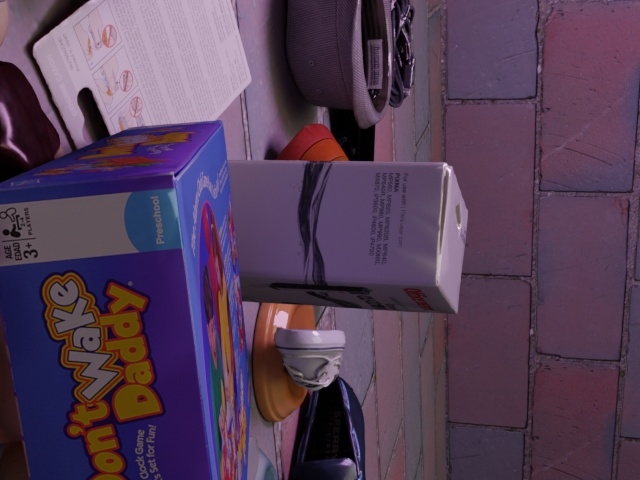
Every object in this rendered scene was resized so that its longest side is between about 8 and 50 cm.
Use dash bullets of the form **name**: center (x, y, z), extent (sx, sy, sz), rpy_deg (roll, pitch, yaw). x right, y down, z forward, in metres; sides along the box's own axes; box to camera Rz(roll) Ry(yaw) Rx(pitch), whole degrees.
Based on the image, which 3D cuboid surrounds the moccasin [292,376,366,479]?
- **moccasin**: center (-0.001, 0.348, 1.200), extent (0.117, 0.137, 0.342), rpy_deg (70, 12, -45)

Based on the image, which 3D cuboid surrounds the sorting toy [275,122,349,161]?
- **sorting toy**: center (0.041, -0.006, 1.185), extent (0.127, 0.126, 0.366), rpy_deg (-46, 148, -19)

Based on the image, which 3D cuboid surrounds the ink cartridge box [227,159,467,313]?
- **ink cartridge box**: center (0.000, 0.000, 0.820), extent (0.197, 0.272, 0.114), rpy_deg (40, 53, -71)

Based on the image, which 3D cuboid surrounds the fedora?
- **fedora**: center (0.024, -0.290, 1.169), extent (0.275, 0.124, 0.244), rpy_deg (73, 24, -52)

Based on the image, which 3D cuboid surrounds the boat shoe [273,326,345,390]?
- **boat shoe**: center (-0.004, 0.152, 1.048), extent (0.226, 0.083, 0.076), rpy_deg (35, 57, -73)

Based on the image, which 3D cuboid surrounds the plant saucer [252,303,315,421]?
- **plant saucer**: center (-0.044, 0.149, 1.135), extent (0.200, 0.037, 0.200), rpy_deg (1, 90, -75)

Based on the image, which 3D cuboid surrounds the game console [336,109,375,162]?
- **game console**: center (0.036, -0.110, 1.371), extent (0.361, 0.043, 0.213), rpy_deg (-56, 150, -59)

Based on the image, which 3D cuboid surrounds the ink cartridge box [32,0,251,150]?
- **ink cartridge box**: center (-0.153, -0.152, 0.703), extent (0.225, 0.056, 0.181), rpy_deg (-53, 147, -34)

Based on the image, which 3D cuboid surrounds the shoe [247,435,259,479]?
- **shoe**: center (-0.119, 0.240, 0.770), extent (0.178, 0.081, 0.064), rpy_deg (-61, 149, -66)

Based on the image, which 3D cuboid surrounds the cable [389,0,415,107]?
- **cable**: center (0.121, -0.311, 1.355), extent (0.150, 0.047, 0.185), rpy_deg (-21, 118, -68)

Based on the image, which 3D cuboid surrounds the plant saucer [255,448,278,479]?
- **plant saucer**: center (-0.069, 0.376, 0.916), extent (0.317, 0.043, 0.318), rpy_deg (-4, 90, -87)

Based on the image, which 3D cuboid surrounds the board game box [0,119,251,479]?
- **board game box**: center (-0.095, 0.055, 0.510), extent (0.347, 0.078, 0.234), rpy_deg (-108, -167, -78)

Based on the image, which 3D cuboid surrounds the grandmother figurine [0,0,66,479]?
- **grandmother figurine**: center (-0.187, -0.021, 0.474), extent (0.208, 0.103, 0.343), rpy_deg (-124, -155, -67)

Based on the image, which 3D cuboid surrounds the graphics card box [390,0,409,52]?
- **graphics card box**: center (0.085, -0.389, 1.453), extent (0.371, 0.094, 0.233), rpy_deg (-31, 122, -74)
